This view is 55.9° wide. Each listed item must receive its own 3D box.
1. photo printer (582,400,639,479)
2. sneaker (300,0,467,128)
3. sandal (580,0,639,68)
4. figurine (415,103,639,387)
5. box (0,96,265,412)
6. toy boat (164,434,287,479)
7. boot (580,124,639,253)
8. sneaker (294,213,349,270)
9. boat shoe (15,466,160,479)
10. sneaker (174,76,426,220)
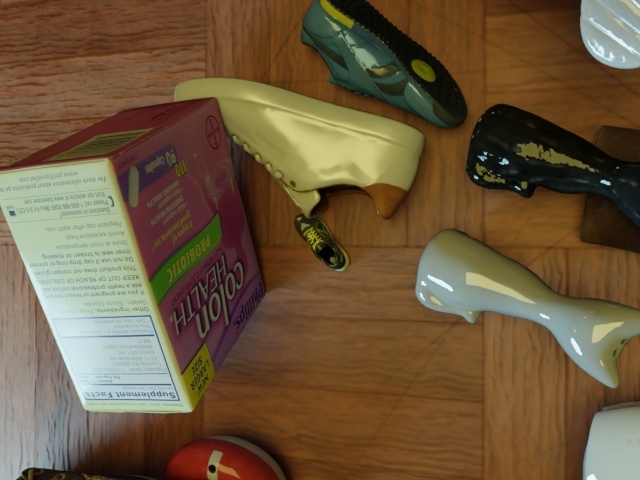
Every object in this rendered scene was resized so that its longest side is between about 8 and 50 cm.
[{"bbox_3d":[0.354,0.294,0.505,0.256,0.107,0.307,1,90,40],"label":"photo printer"},{"bbox_3d":[0.066,-0.185,0.660,0.209,0.069,0.082,41,133,4],"label":"sneaker"},{"bbox_3d":[0.258,-0.260,0.431,0.102,0.076,0.265,27,119,29],"label":"sandal"},{"bbox_3d":[0.218,0.001,0.555,0.209,0.092,0.214,27,98,38],"label":"figurine"},{"bbox_3d":[-0.164,0.006,0.597,0.117,0.213,0.243,-3,114,16],"label":"box"},{"bbox_3d":[-0.126,0.336,0.657,0.151,0.151,0.231,10,92,16],"label":"toy boat"},{"bbox_3d":[0.359,0.012,0.570,0.207,0.090,0.248,6,94,29],"label":"boot"},{"bbox_3d":[0.000,0.000,0.684,0.083,0.035,0.031,45,100,12],"label":"sneaker"},{"bbox_3d":[-0.305,0.315,0.670,0.342,0.123,0.123,-17,50,36],"label":"boat shoe"},{"bbox_3d":[-0.041,-0.097,0.660,0.290,0.106,0.123,17,92,14],"label":"sneaker"}]
